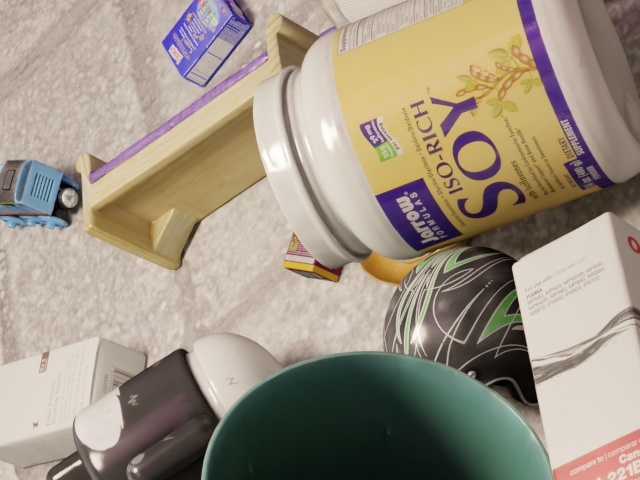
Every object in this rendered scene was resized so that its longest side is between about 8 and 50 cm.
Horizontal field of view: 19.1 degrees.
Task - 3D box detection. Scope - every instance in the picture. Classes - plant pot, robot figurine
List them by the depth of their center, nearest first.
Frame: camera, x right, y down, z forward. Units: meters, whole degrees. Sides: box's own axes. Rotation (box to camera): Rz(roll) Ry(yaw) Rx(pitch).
[{"bbox_3d":[0.040,0.281,1.621,0.235,0.293,0.293,96,160,-44],"label":"plant pot"},{"bbox_3d":[-0.153,0.220,2.048,0.278,0.173,0.209,-32,38,2],"label":"robot figurine"}]

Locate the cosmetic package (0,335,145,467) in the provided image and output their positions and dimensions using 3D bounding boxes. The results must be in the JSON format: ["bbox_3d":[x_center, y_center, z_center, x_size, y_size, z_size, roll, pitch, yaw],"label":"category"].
[{"bbox_3d":[-0.323,0.202,2.350,0.231,0.085,0.117,-18,57,40],"label":"cosmetic package"}]

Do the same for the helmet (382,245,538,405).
[{"bbox_3d":[0.141,0.088,1.833,0.169,0.161,0.169,-23,56,39],"label":"helmet"}]

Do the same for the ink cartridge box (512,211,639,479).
[{"bbox_3d":[0.283,0.138,1.622,0.114,0.197,0.273,-32,49,31],"label":"ink cartridge box"}]

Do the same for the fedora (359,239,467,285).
[{"bbox_3d":[0.088,-0.047,2.033,0.194,0.079,0.194,-25,53,38],"label":"fedora"}]

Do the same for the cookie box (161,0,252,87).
[{"bbox_3d":[-0.147,-0.265,2.441,0.107,0.040,0.092,-49,41,17],"label":"cookie box"}]

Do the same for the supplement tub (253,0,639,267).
[{"bbox_3d":[0.127,-0.122,1.844,0.331,0.241,0.241,-21,53,18],"label":"supplement tub"}]

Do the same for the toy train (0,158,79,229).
[{"bbox_3d":[-0.406,-0.065,2.568,0.184,0.105,0.080,2,71,48],"label":"toy train"}]

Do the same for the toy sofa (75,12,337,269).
[{"bbox_3d":[-0.121,-0.132,2.255,0.362,0.150,0.177,-32,50,33],"label":"toy sofa"}]

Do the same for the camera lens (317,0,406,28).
[{"bbox_3d":[0.133,-0.328,2.023,0.274,0.219,0.219,-13,61,44],"label":"camera lens"}]

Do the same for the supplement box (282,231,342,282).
[{"bbox_3d":[0.000,0.000,2.132,0.055,0.043,0.083,9,77,50],"label":"supplement box"}]
